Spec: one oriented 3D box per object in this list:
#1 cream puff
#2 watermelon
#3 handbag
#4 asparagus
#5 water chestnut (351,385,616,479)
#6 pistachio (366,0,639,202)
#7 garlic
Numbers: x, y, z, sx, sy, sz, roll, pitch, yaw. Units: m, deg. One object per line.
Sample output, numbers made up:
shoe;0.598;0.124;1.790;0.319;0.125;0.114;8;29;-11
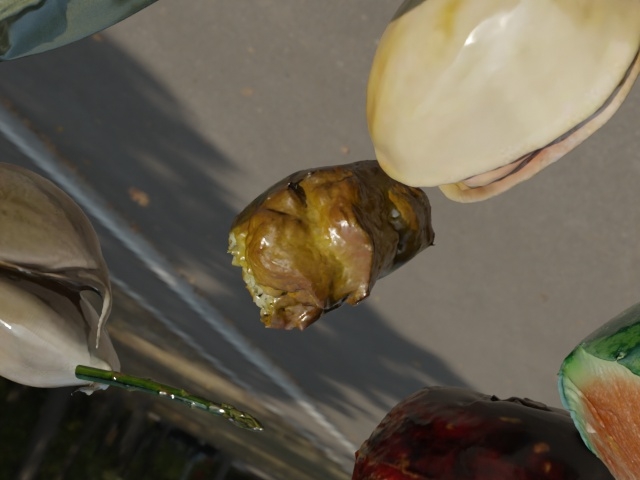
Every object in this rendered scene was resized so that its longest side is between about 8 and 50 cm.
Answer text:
cream puff;0.000;0.000;1.298;0.155;0.241;0.269;58;-154;-1
watermelon;0.295;0.133;0.973;0.222;0.319;0.292;2;127;36
handbag;-0.188;-0.204;0.862;0.316;0.253;0.109;21;135;63
asparagus;-0.109;0.113;0.859;0.162;0.016;0.016;13;178;22
water chestnut;0.195;0.326;1.345;0.350;0.302;0.350;8;174;1
pistachio;0.184;-0.169;1.137;0.230;0.309;0.230;34;-153;-20
garlic;-0.345;0.043;1.401;0.340;0.231;0.246;25;172;15
